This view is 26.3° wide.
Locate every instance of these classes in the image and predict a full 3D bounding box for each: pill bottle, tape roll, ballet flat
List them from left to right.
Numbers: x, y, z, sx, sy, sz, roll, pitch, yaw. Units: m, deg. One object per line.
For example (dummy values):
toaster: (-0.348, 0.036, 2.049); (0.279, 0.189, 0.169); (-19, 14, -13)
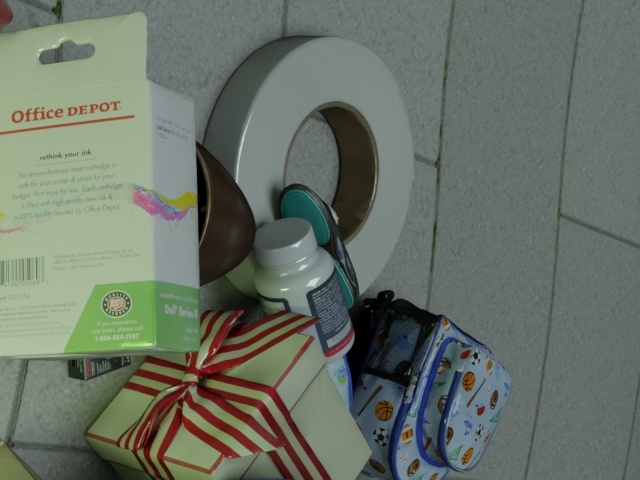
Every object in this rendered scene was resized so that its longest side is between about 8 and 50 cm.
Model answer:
pill bottle: (-0.027, 0.066, 1.776); (0.108, 0.108, 0.180); (-41, 127, -38)
tape roll: (-0.008, -0.091, 1.909); (0.392, 0.072, 0.392); (-11, 104, -48)
ballet flat: (0.000, 0.000, 1.834); (0.074, 0.074, 0.203); (-45, 123, -36)

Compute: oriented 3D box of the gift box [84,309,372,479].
gift box: (-0.095, 0.238, 1.712); (0.255, 0.276, 0.258); (-56, 133, -35)

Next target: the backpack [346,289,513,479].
backpack: (0.153, 0.250, 2.070); (0.276, 0.213, 0.263); (36, 80, -50)

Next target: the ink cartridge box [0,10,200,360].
ink cartridge box: (-0.244, -0.052, 1.479); (0.119, 0.207, 0.353); (18, 69, -68)

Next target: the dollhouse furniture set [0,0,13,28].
dollhouse furniture set: (-0.388, -0.309, 1.346); (0.374, 0.152, 0.201); (27, 76, -49)

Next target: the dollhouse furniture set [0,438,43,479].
dollhouse furniture set: (-0.385, 0.368, 1.510); (0.242, 0.161, 0.212); (-42, 135, -12)

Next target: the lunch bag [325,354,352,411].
lunch bag: (-0.027, 0.190, 1.916); (0.129, 0.096, 0.151); (-29, 127, -44)

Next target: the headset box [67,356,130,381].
headset box: (-0.272, 0.130, 1.660); (0.083, 0.032, 0.062); (-18, 110, -49)

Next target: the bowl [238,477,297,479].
bowl: (-0.088, 0.435, 1.623); (0.391, 0.077, 0.391); (-6, 126, -9)

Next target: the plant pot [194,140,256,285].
plant pot: (-0.174, -0.026, 1.639); (0.230, 0.215, 0.215); (15, 85, -66)
